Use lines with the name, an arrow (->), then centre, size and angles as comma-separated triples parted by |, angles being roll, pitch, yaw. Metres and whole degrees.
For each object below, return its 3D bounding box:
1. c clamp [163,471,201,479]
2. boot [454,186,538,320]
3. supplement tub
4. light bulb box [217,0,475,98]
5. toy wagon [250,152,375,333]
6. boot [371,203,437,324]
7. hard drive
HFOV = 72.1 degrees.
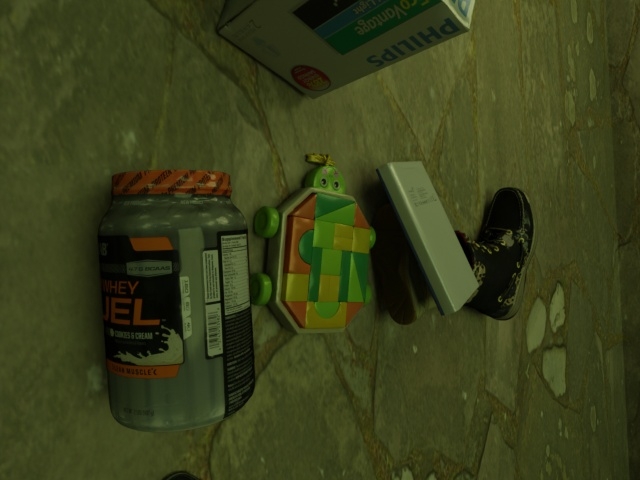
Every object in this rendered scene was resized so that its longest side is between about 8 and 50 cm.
c clamp -> -0.227, 0.441, 0.688 | 0.160, 0.022, 0.137 | 42, 60, -31
boot -> 0.438, 0.017, 1.166 | 0.284, 0.138, 0.378 | 13, 88, -39
supplement tub -> -0.191, 0.069, 0.597 | 0.193, 0.193, 0.316 | -5, 93, -40
light bulb box -> 0.056, -0.476, 0.687 | 0.225, 0.358, 0.361 | 24, 75, -36
toy wagon -> 0.000, 0.000, 0.836 | 0.267, 0.068, 0.344 | 8, 86, -40
boot -> 0.219, 0.043, 1.006 | 0.203, 0.095, 0.262 | -7, 84, -46
hard drive -> 0.238, -0.019, 0.951 | 0.210, 0.040, 0.319 | -17, 82, -57
